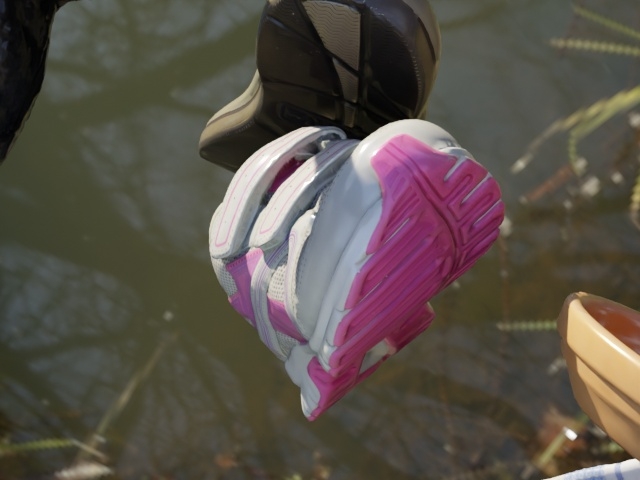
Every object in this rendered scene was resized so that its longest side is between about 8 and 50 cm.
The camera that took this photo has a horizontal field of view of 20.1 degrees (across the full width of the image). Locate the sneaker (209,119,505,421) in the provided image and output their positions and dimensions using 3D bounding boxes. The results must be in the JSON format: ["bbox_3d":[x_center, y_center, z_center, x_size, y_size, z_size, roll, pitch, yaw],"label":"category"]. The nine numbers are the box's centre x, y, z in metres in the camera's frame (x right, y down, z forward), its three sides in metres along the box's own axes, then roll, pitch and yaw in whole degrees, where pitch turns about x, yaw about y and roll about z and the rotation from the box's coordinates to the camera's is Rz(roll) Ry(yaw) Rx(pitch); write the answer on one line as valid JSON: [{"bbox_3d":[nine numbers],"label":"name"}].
[{"bbox_3d":[0.000,0.000,0.825,0.103,0.252,0.111,-38,81,-21],"label":"sneaker"}]

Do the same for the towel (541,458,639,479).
[{"bbox_3d":[0.339,0.306,1.785,0.285,0.034,0.209,-22,101,42],"label":"towel"}]

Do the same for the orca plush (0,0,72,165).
[{"bbox_3d":[-0.114,-0.124,0.770,0.102,0.151,0.287,12,40,0],"label":"orca plush"}]

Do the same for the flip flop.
[{"bbox_3d":[0.006,-0.083,0.924,0.112,0.277,0.080,21,68,-1],"label":"flip flop"}]

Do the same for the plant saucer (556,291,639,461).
[{"bbox_3d":[0.176,0.086,0.710,0.200,0.200,0.037,35,101,37],"label":"plant saucer"}]
